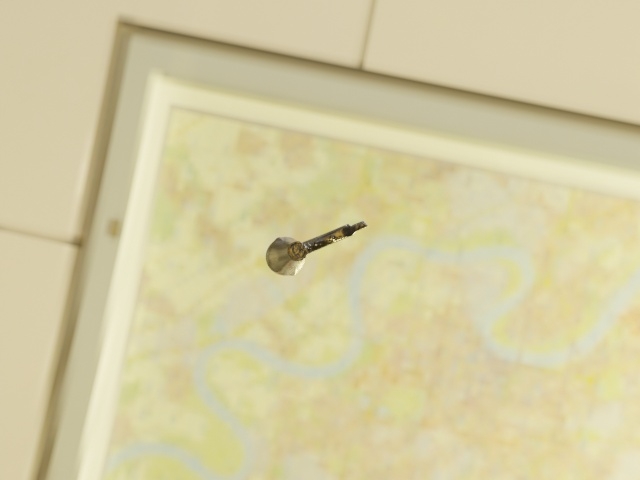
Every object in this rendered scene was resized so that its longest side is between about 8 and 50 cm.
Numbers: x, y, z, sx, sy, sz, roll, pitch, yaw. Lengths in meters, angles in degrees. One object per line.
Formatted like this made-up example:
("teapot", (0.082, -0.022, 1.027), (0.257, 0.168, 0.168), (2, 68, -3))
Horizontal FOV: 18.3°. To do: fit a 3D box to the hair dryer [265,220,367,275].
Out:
("hair dryer", (0.000, 0.000, 1.506), (0.031, 0.083, 0.079), (65, -14, -1))
